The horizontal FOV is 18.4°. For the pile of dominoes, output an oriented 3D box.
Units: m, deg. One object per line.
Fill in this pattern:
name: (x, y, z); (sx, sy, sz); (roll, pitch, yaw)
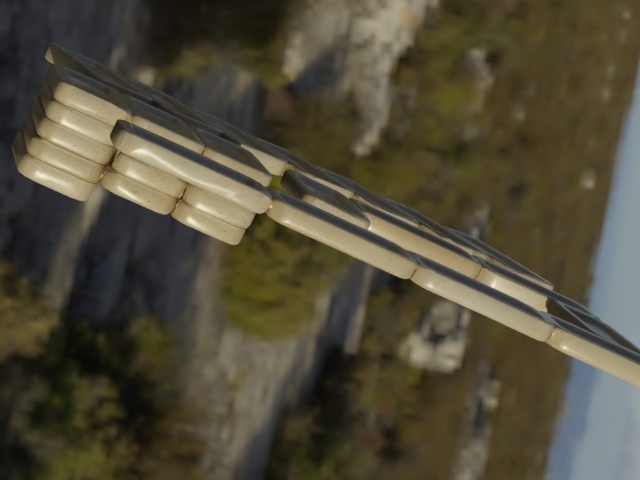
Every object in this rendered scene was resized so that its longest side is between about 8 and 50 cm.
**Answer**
pile of dominoes: (0.000, 0.000, 0.790); (0.040, 0.251, 0.196); (-63, -164, 6)
